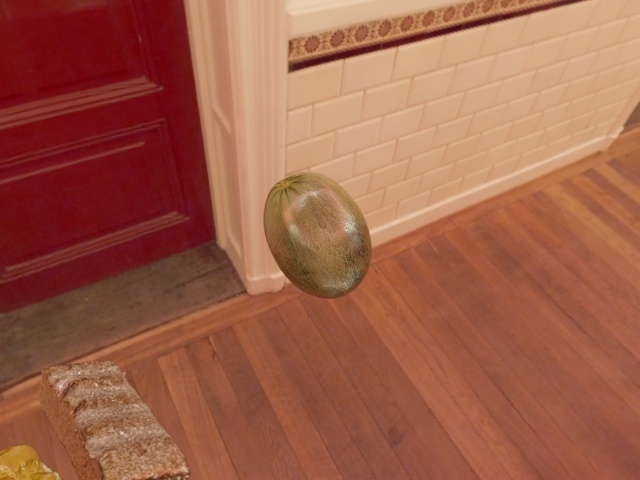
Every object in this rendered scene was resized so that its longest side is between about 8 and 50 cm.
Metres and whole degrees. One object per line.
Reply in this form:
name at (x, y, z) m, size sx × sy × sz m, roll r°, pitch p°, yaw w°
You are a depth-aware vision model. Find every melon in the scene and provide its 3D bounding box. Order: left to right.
melon at (0.000, 0.000, 0.554) m, size 0.114 × 0.168 × 0.114 m, roll -18°, pitch 32°, yaw 12°

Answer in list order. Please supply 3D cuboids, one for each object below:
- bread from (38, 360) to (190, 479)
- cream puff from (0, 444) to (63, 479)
bread at (-0.442, 0.391, 1.013) m, size 0.165 × 0.113 × 0.416 m, roll 4°, pitch 16°, yaw -46°
cream puff at (-0.322, 0.271, 0.457) m, size 0.146 × 0.116 × 0.147 m, roll -4°, pitch 74°, yaw 14°
